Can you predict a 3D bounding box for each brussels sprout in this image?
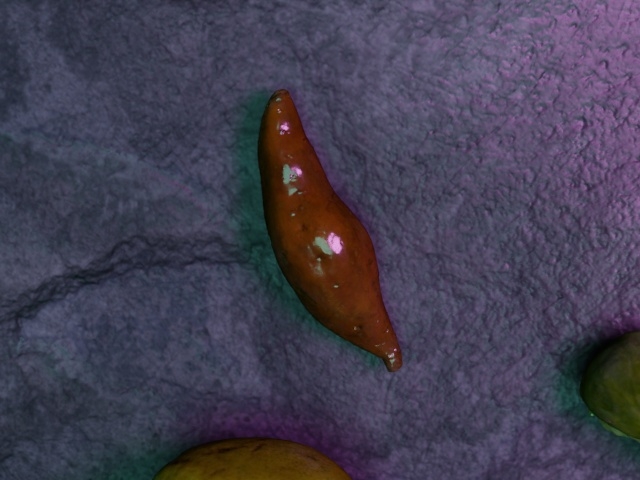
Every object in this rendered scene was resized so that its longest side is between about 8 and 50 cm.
[{"bbox_3d":[0.392,0.178,0.995,0.183,0.131,0.145,28,108,6],"label":"brussels sprout"}]

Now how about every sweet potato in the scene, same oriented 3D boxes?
[{"bbox_3d":[0.001,0.005,1.024,0.112,0.112,0.359,-28,100,11],"label":"sweet potato"}]

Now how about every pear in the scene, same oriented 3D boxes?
[{"bbox_3d":[-0.062,0.362,1.034,0.307,0.253,0.253,28,104,17],"label":"pear"}]
